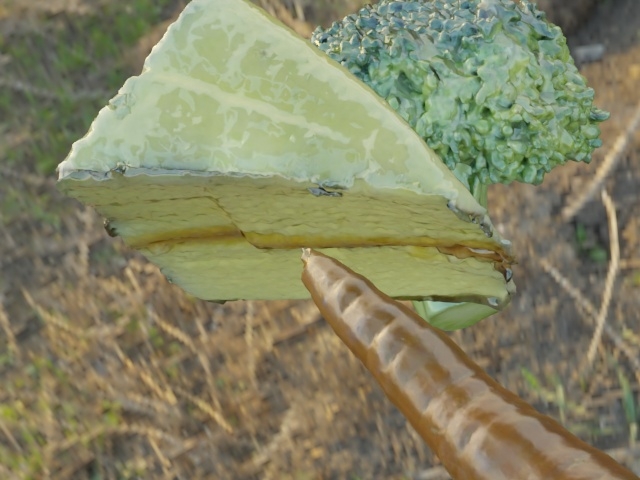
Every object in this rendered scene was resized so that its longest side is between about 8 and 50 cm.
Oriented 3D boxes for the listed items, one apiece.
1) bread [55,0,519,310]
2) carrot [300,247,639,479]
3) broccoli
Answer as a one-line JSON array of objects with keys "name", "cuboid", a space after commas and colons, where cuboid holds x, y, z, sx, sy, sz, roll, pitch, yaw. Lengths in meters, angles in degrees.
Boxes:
[{"name": "bread", "cuboid": [0.000, 0.000, 0.968, 0.178, 0.240, 0.135, 37, 84, 22]}, {"name": "carrot", "cuboid": [0.059, 0.066, 0.595, 0.048, 0.048, 0.216, -39, 54, -13]}, {"name": "broccoli", "cuboid": [0.081, -0.083, 1.436, 0.288, 0.235, 0.260, -16, 49, -1]}]
